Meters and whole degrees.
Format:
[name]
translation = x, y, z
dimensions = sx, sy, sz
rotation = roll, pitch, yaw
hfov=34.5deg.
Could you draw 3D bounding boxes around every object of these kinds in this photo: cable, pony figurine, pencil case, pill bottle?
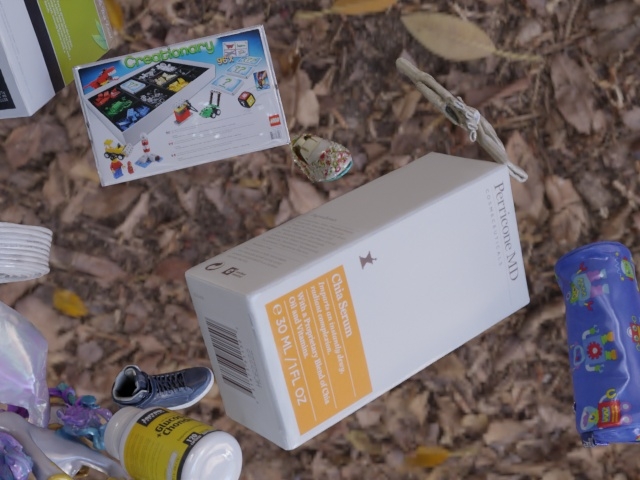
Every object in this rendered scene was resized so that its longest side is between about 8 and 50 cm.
[cable]
translation = -0.577, 0.023, 1.709
dimensions = 0.257, 0.089, 0.257
rotation = -7, 171, 26
[pony figurine]
translation = -0.434, 0.282, 1.449
dimensions = 0.351, 0.363, 0.302
rotation = 31, 96, -32
[pencil case]
translation = 0.421, 0.157, 1.521
dimensions = 0.119, 0.306, 0.133
rotation = 19, 148, -39
[pill bottle]
translation = -0.200, 0.279, 1.362
dimensions = 0.184, 0.103, 0.103
rotation = 12, 142, 39

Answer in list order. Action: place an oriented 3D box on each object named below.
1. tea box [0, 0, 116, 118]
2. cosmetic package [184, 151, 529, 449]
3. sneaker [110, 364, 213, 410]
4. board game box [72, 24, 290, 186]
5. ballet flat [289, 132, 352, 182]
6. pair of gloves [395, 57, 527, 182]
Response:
[tea box]
translation = -0.577, -0.354, 1.722
dimensions = 0.329, 0.323, 0.219
rotation = -3, 119, 19
[cosmetic package]
translation = 0.066, 0.067, 1.418
dimensions = 0.453, 0.161, 0.230
rotation = -27, 115, -30
[sneaker]
translation = -0.353, 0.319, 2.284
dimensions = 0.226, 0.086, 0.163
rotation = -20, 152, -7
[board game box]
translation = -0.217, -0.213, 1.631
dimensions = 0.305, 0.053, 0.192
rotation = -13, 96, -3
[ballet flat]
translation = -0.011, -0.159, 1.928
dimensions = 0.077, 0.241, 0.091
rotation = 44, 84, -17
[pair of gloves]
translation = 0.242, -0.206, 1.716
dimensions = 0.042, 0.204, 0.240
rotation = -46, 128, 12
